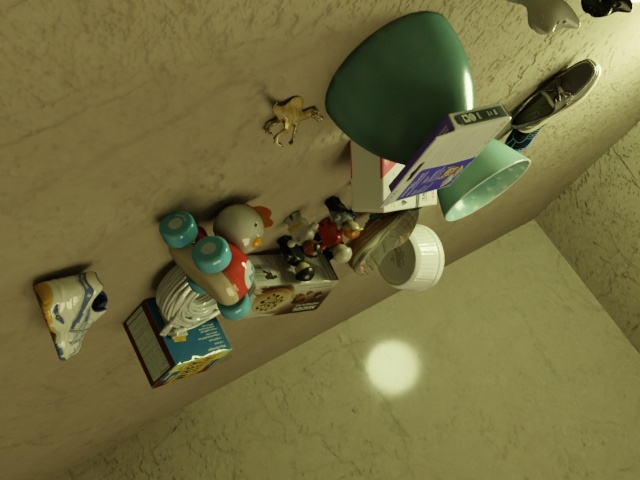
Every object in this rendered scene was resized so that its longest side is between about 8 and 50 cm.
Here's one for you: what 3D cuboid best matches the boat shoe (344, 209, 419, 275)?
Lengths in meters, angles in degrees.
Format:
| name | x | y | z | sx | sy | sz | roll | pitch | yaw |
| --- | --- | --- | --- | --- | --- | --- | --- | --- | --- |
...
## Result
| name | x | y | z | sx | sy | sz | roll | pitch | yaw |
| --- | --- | --- | --- | --- | --- | --- | --- | --- | --- |
| boat shoe | 0.186 | -0.026 | 1.679 | 0.324 | 0.117 | 0.123 | -38 | 139 | -29 |

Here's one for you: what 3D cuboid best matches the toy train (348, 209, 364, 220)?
| name | x | y | z | sx | sy | sz | roll | pitch | yaw |
| --- | --- | --- | --- | --- | --- | --- | --- | --- | --- |
| toy train | 0.129 | -0.099 | 1.631 | 0.158 | 0.036 | 0.027 | -37 | 161 | 18 |

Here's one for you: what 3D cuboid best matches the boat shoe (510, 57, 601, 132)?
| name | x | y | z | sx | sy | sz | roll | pitch | yaw |
| --- | --- | --- | --- | --- | --- | --- | --- | --- | --- |
| boat shoe | 0.692 | -0.423 | 1.589 | 0.092 | 0.102 | 0.285 | -18 | 164 | -49 |

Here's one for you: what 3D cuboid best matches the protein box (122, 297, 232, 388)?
| name | x | y | z | sx | sy | sz | roll | pitch | yaw |
| --- | --- | --- | --- | --- | --- | --- | --- | --- | --- |
| protein box | -0.394 | 0.267 | 1.482 | 0.136 | 0.201 | 0.200 | -42 | 159 | 31 |

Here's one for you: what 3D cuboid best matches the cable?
| name | x | y | z | sx | sy | sz | roll | pitch | yaw |
| --- | --- | --- | --- | --- | --- | --- | --- | --- | --- |
| cable | -0.297 | 0.119 | 1.384 | 0.257 | 0.089 | 0.257 | -16 | 146 | -47 |

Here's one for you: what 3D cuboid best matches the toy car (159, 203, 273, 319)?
| name | x | y | z | sx | sy | sz | roll | pitch | yaw |
| --- | --- | --- | --- | --- | --- | --- | --- | --- | --- |
| toy car | -0.185 | 0.005 | 1.163 | 0.238 | 0.210 | 0.219 | -43 | 148 | -23 |

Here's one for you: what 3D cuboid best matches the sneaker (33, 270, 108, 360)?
| name | x | y | z | sx | sy | sz | roll | pitch | yaw |
| --- | --- | --- | --- | --- | --- | --- | --- | --- | --- |
| sneaker | -0.523 | 0.168 | 1.159 | 0.131 | 0.111 | 0.296 | -22 | 160 | -30 |

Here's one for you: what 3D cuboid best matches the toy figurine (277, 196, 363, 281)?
| name | x | y | z | sx | sy | sz | roll | pitch | yaw |
| --- | --- | --- | --- | --- | --- | --- | --- | --- | --- |
| toy figurine | 0.000 | 0.000 | 1.503 | 0.213 | 0.148 | 0.209 | -23 | 160 | -25 |

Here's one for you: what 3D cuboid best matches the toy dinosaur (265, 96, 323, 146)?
| name | x | y | z | sx | sy | sz | roll | pitch | yaw |
| --- | --- | --- | --- | --- | --- | --- | --- | --- | --- |
| toy dinosaur | -0.065 | -0.226 | 0.985 | 0.092 | 0.053 | 0.183 | -57 | 161 | 22 |

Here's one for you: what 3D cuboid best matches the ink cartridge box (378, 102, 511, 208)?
| name | x | y | z | sx | sy | sz | roll | pitch | yaw |
| --- | --- | --- | --- | --- | --- | --- | --- | --- | --- |
| ink cartridge box | 0.215 | -0.153 | 0.974 | 0.208 | 0.045 | 0.206 | -20 | 159 | -35 |

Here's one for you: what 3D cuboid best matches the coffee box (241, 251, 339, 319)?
| name | x | y | z | sx | sy | sz | roll | pitch | yaw |
| --- | --- | --- | --- | --- | --- | --- | --- | --- | --- |
| coffee box | -0.116 | 0.134 | 1.611 | 0.297 | 0.118 | 0.168 | -1 | 140 | -38 |

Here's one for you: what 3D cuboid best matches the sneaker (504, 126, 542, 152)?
| name | x | y | z | sx | sy | sz | roll | pitch | yaw |
| --- | --- | --- | --- | --- | --- | --- | --- | --- | --- |
| sneaker | 0.678 | -0.376 | 1.735 | 0.091 | 0.081 | 0.232 | -5 | 142 | -49 |

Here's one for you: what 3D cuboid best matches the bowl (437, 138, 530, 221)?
| name | x | y | z | sx | sy | sz | roll | pitch | yaw |
| --- | --- | --- | --- | --- | --- | --- | --- | --- | --- |
| bowl | 0.485 | -0.215 | 1.700 | 0.312 | 0.163 | 0.311 | -28 | 161 | -10 |

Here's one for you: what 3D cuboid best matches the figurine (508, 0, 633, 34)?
| name | x | y | z | sx | sy | sz | roll | pitch | yaw |
| --- | --- | --- | --- | --- | --- | --- | --- | --- | --- |
| figurine | 0.386 | -0.431 | 0.887 | 0.215 | 0.209 | 0.092 | -24 | 161 | -21 |

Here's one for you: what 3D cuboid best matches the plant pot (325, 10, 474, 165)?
| name | x | y | z | sx | sy | sz | roll | pitch | yaw |
| --- | --- | --- | --- | --- | --- | --- | --- | --- | --- |
| plant pot | 0.183 | -0.258 | 1.040 | 0.290 | 0.195 | 0.290 | -28 | 162 | -10 |

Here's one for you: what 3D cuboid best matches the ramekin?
| name | x | y | z | sx | sy | sz | roll | pitch | yaw |
| --- | --- | --- | --- | --- | --- | --- | --- | --- | --- |
| ramekin | 0.335 | 0.070 | 2.075 | 0.127 | 0.272 | 0.273 | 0 | 146 | -37 |

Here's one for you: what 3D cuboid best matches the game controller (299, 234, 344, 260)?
| name | x | y | z | sx | sy | sz | roll | pitch | yaw |
| --- | --- | --- | --- | --- | --- | --- | --- | --- | --- |
| game controller | -0.070 | 0.077 | 1.728 | 0.319 | 0.067 | 0.166 | -33 | 162 | 2 |

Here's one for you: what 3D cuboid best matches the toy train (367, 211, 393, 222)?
| name | x | y | z | sx | sy | sz | roll | pitch | yaw |
| --- | --- | --- | --- | --- | --- | --- | --- | --- | --- |
| toy train | 0.218 | -0.115 | 1.733 | 0.167 | 0.046 | 0.125 | -23 | 148 | -15 |

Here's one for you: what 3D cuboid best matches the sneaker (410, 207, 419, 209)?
| name | x | y | z | sx | sy | sz | roll | pitch | yaw |
| --- | --- | --- | --- | --- | --- | --- | --- | --- | --- |
| sneaker | 0.198 | -0.138 | 1.554 | 0.131 | 0.112 | 0.319 | -28 | 158 | 21 |

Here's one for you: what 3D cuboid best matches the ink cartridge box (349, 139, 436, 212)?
| name | x | y | z | sx | sy | sz | roll | pitch | yaw |
| --- | --- | --- | --- | --- | --- | --- | --- | --- | --- |
| ink cartridge box | 0.184 | -0.163 | 1.304 | 0.100 | 0.171 | 0.237 | 5 | -169 | 42 |
